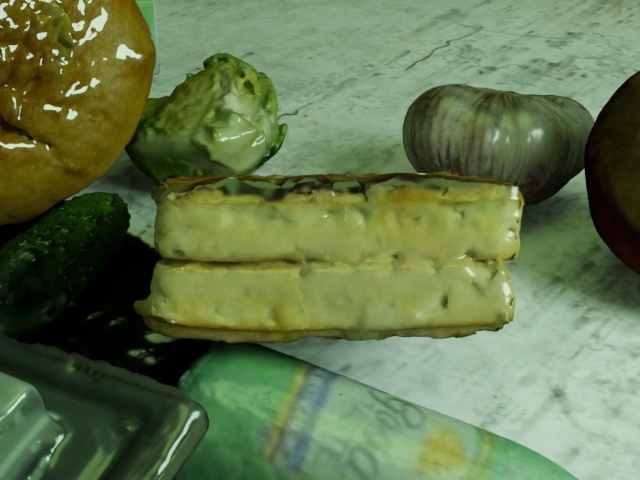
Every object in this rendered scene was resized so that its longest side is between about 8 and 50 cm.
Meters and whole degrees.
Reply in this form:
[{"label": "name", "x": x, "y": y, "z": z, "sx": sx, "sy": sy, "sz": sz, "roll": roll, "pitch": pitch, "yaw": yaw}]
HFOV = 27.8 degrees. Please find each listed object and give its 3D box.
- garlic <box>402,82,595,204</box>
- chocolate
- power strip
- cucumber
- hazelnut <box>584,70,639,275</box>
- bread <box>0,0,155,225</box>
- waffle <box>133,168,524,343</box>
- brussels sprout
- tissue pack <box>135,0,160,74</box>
[{"label": "garlic", "x": 0.144, "y": -0.077, "z": 1.077, "sx": 0.159, "sy": 0.102, "sz": 0.147, "roll": 4, "pitch": 12, "yaw": -23}, {"label": "chocolate", "x": 0.059, "y": 0.137, "z": 0.675, "sx": 0.291, "sy": 0.110, "sz": 0.110, "roll": 16, "pitch": 31, "yaw": 20}, {"label": "power strip", "x": -0.225, "y": 0.122, "z": 0.624, "sx": 0.257, "sy": 0.092, "sz": 0.251, "roll": 13, "pitch": 42, "yaw": 28}, {"label": "cucumber", "x": -0.189, "y": 0.013, "z": 0.922, "sx": 0.069, "sy": 0.069, "sz": 0.227, "roll": 9, "pitch": 25, "yaw": 12}, {"label": "hazelnut", "x": 0.300, "y": -0.043, "z": 0.956, "sx": 0.208, "sy": 0.208, "sz": 0.208, "roll": 2, "pitch": 28, "yaw": -1}, {"label": "bread", "x": -0.267, "y": -0.132, "z": 1.010, "sx": 0.268, "sy": 0.268, "sz": 0.146, "roll": -12, "pitch": 20, "yaw": -24}, {"label": "waffle", "x": 0.000, "y": 0.001, "z": 0.816, "sx": 0.213, "sy": 0.091, "sz": 0.308, "roll": -1, "pitch": 3, "yaw": -3}, {"label": "brussels sprout", "x": -0.099, "y": -0.091, "z": 1.091, "sx": 0.139, "sy": 0.100, "sz": 0.181, "roll": -18, "pitch": 34, "yaw": -14}, {"label": "tissue pack", "x": -0.295, "y": -0.228, "z": 1.274, "sx": 0.229, "sy": 0.145, "sz": 0.159, "roll": -17, "pitch": 34, "yaw": -31}]
